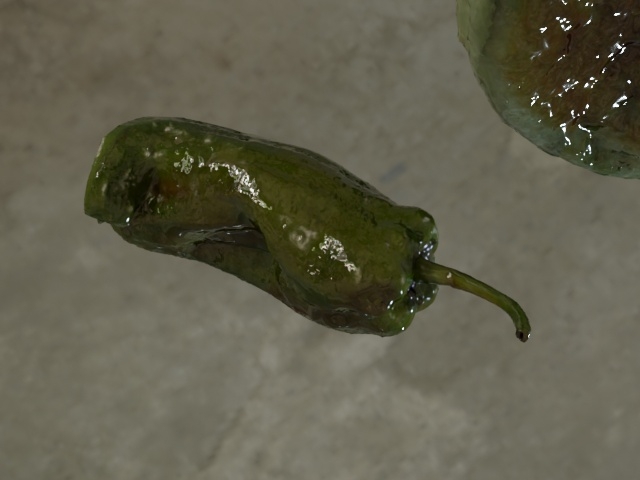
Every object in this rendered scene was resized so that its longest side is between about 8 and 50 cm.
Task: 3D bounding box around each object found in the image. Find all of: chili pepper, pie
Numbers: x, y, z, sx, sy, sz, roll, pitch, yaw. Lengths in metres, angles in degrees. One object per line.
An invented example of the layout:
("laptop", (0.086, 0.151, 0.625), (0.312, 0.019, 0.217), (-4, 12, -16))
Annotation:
("chili pepper", (-0.001, 0.003, 0.741), (0.072, 0.204, 0.073), (99, 16, -47))
("pie", (0.208, -0.140, 0.824), (0.302, 0.067, 0.302), (-11, 139, -9))
